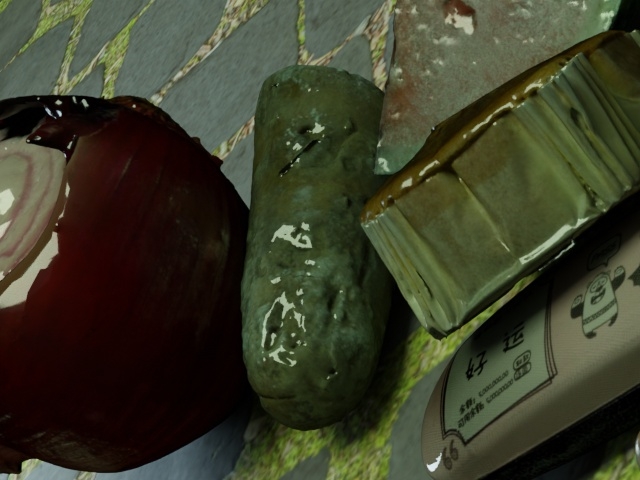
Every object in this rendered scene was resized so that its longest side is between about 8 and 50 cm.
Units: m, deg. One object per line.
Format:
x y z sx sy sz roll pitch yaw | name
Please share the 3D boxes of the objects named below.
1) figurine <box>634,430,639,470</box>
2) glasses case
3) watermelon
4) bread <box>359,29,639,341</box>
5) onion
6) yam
0.220 0.172 0.789 0.248 0.203 0.380 -33 19 27 | figurine
0.176 0.050 1.148 0.314 0.075 0.122 -37 25 34 | glasses case
0.125 -0.159 1.426 0.256 0.176 0.260 -36 -3 12 | watermelon
0.131 -0.044 1.217 0.192 0.110 0.210 -38 -4 30 | bread
-0.189 0.035 1.568 0.341 0.341 0.341 -42 27 26 | onion
0.000 0.000 1.474 0.133 0.133 0.330 -35 34 37 | yam
